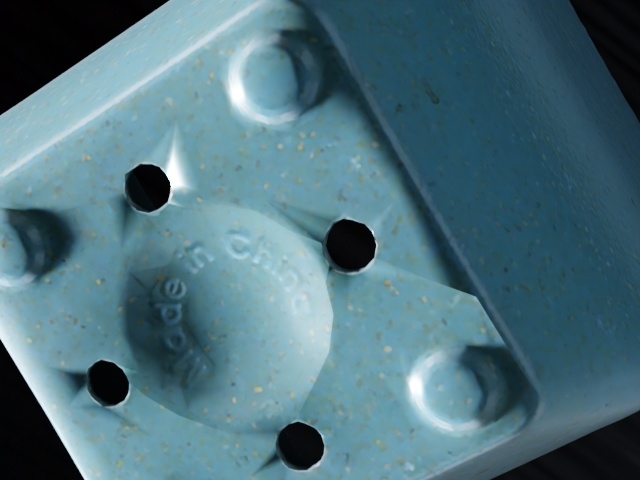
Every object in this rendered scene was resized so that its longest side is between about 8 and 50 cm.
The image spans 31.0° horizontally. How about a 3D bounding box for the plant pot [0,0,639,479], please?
[{"bbox_3d":[0.000,0.000,0.459,0.247,0.247,0.252,-30,2,19],"label":"plant pot"}]
